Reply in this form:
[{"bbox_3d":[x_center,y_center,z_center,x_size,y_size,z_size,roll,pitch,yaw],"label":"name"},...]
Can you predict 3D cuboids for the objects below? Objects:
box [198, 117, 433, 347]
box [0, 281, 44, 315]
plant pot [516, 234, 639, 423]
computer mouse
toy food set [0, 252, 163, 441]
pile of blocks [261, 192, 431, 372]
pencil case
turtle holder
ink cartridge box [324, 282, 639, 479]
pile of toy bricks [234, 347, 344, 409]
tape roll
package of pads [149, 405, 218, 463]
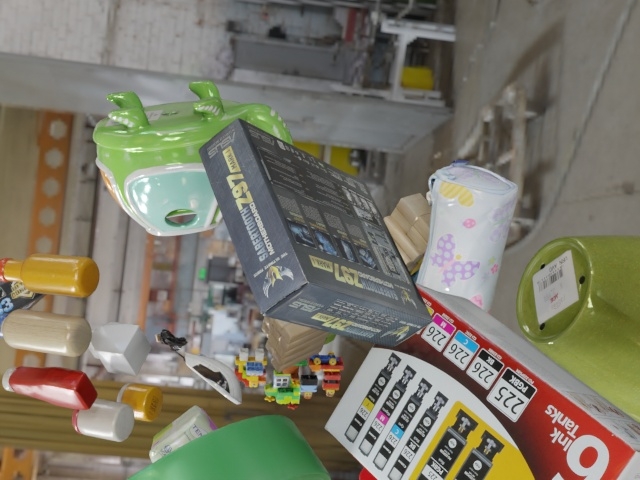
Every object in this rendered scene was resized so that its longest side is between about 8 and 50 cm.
[{"bbox_3d":[0.000,0.000,0.896,0.059,0.233,0.183,-37,61,22],"label":"box"},{"bbox_3d":[-0.672,0.178,1.704,0.295,0.073,0.293,-37,1,-43],"label":"box"},{"bbox_3d":[0.404,0.103,1.178,0.275,0.294,0.274,-48,32,44],"label":"plant pot"},{"bbox_3d":[-0.201,0.216,1.624,0.042,0.193,0.106,-52,-21,-9],"label":"computer mouse"},{"bbox_3d":[-0.257,0.121,0.959,0.232,0.105,0.111,72,-148,-44],"label":"toy food set"},{"bbox_3d":[0.051,0.049,1.423,0.112,0.362,0.149,52,171,24],"label":"pile of blocks"},{"bbox_3d":[0.193,0.031,1.305,0.113,0.124,0.273,40,128,53],"label":"pencil case"},{"bbox_3d":[-0.214,-0.142,1.576,0.243,0.320,0.227,23,124,54],"label":"turtle holder"},{"bbox_3d":[0.166,0.244,1.001,0.309,0.130,0.271,37,103,40],"label":"ink cartridge box"},{"bbox_3d":[-0.061,0.281,1.817,0.118,0.212,0.105,-105,19,-63],"label":"pile of toy bricks"},{"bbox_3d":[-0.140,0.308,0.963,0.077,0.321,0.321,53,152,25],"label":"tape roll"},{"bbox_3d":[-0.143,0.358,1.344,0.229,0.101,0.296,53,169,0],"label":"package of pads"}]
